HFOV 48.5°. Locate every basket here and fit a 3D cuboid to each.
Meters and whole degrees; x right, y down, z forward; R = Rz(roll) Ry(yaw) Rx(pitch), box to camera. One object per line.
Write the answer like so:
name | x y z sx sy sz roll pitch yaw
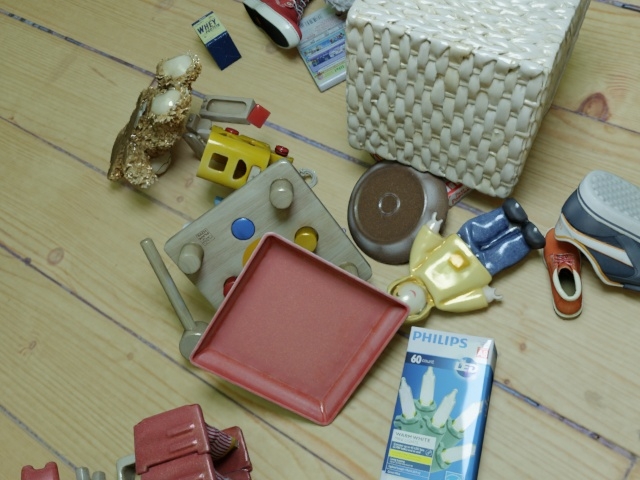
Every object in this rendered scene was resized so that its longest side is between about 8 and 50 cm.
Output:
basket | 0.223 -0.291 1.154 0.329 0.331 0.266 21 62 14

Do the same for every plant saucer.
plant saucer | -0.034 0.138 1.122 0.258 0.259 0.047 -57 15 17
plant saucer | 0.126 -0.060 1.251 0.199 0.036 0.198 -8 75 31

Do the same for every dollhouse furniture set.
dollhouse furniture set | -0.210 -0.248 1.431 0.144 0.123 0.151 9 69 21
dollhouse furniture set | -0.304 0.399 1.112 0.374 0.201 0.152 -20 61 7

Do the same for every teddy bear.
teddy bear | -0.310 -0.220 1.384 0.338 0.113 0.245 -52 32 36

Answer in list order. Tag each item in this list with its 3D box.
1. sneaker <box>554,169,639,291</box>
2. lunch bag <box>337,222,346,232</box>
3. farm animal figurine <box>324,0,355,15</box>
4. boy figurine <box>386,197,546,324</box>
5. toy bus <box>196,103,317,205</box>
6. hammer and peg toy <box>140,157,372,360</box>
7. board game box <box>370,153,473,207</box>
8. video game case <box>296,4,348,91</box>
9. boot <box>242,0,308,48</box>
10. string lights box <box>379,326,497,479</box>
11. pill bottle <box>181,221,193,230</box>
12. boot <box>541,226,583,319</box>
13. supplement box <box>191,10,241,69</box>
sneaker | 0.514 0.018 1.086 0.321 0.127 0.126 31 47 4
lunch bag | 0.000 0.000 1.280 0.099 0.065 0.067 -20 86 6
farm animal figurine | 0.204 -0.534 1.389 0.330 0.172 0.327 -45 63 -12
boy figurine | 0.215 0.040 1.168 0.285 0.092 0.177 -32 83 4
toy bus | -0.128 -0.132 1.302 0.202 0.190 0.104 -25 20 5
hammer and peg toy | -0.131 0.057 1.180 0.361 0.266 0.127 -34 20 10
board game box | 0.200 -0.149 1.299 0.147 0.045 0.193 -38 61 -2
video game case | 0.057 -0.429 1.490 0.213 0.023 0.193 -27 60 3
boot | -0.050 -0.500 1.496 0.176 0.088 0.244 -32 40 -2
string lights box | 0.183 0.273 1.087 0.134 0.076 0.259 6 68 21
pill bottle | -0.152 -0.006 1.307 0.194 0.108 0.108 -7 64 14
boot | 0.388 0.038 1.130 0.059 0.084 0.157 -10 62 15
supplement box | -0.225 -0.434 1.547 0.056 0.083 0.083 -33 59 -1
